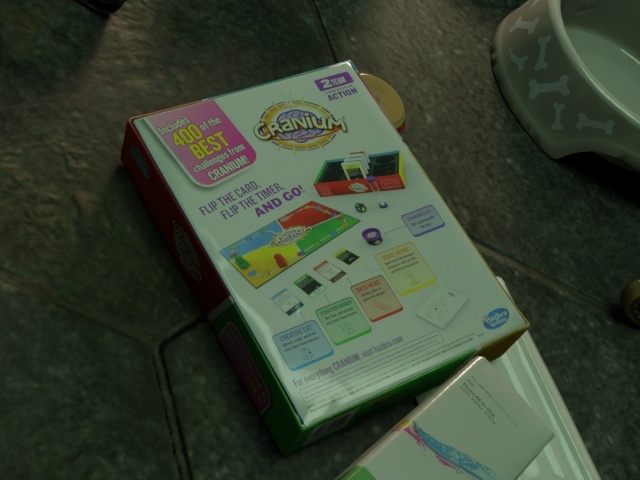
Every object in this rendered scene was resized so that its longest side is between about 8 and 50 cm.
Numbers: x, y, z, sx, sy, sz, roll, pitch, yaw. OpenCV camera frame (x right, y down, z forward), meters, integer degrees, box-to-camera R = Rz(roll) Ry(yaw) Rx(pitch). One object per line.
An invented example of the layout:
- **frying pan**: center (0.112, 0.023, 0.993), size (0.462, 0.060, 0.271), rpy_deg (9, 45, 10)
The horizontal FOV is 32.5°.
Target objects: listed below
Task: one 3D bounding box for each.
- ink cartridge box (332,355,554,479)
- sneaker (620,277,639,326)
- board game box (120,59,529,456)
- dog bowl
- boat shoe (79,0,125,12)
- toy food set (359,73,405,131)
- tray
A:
- **ink cartridge box**: center (0.056, 0.198, 0.821), size (0.093, 0.154, 0.212), rpy_deg (47, 45, 9)
- **sneaker**: center (0.401, 0.055, 1.218), size (0.192, 0.064, 0.086), rpy_deg (11, 43, -25)
- **board game box**: center (0.000, 0.000, 0.975), size (0.242, 0.064, 0.316), rpy_deg (-19, 66, -28)
- **dog bowl**: center (0.390, -0.201, 1.381), size (0.349, 0.102, 0.348), rpy_deg (16, 50, -20)
- **boat shoe**: center (-0.250, -0.270, 1.077), size (0.133, 0.049, 0.042), rpy_deg (28, 38, -16)
- **toy food set**: center (0.056, -0.146, 1.188), size (0.083, 0.020, 0.083), rpy_deg (14, 49, -22)
- **tray**: center (0.165, 0.153, 0.992), size (0.145, 0.030, 0.270), rpy_deg (-11, 62, -24)
